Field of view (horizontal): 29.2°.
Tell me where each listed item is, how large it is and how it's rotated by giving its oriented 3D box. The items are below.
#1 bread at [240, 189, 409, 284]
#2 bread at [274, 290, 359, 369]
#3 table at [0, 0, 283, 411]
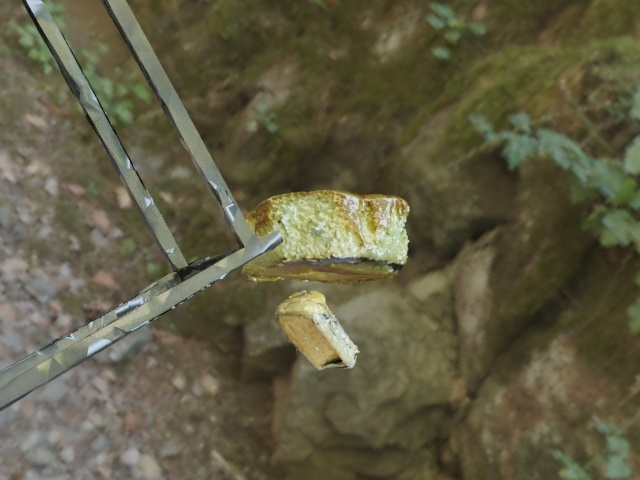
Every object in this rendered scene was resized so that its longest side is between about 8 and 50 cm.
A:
[{"bbox_3d":[0.000,0.000,1.079,0.128,0.140,0.069,4,80,-29],"label":"bread"},{"bbox_3d":[-0.005,0.106,1.450,0.106,0.072,0.053,56,44,-30],"label":"bread"},{"bbox_3d":[-0.246,-0.066,0.937,0.335,0.272,0.222,61,-21,-5],"label":"table"}]
